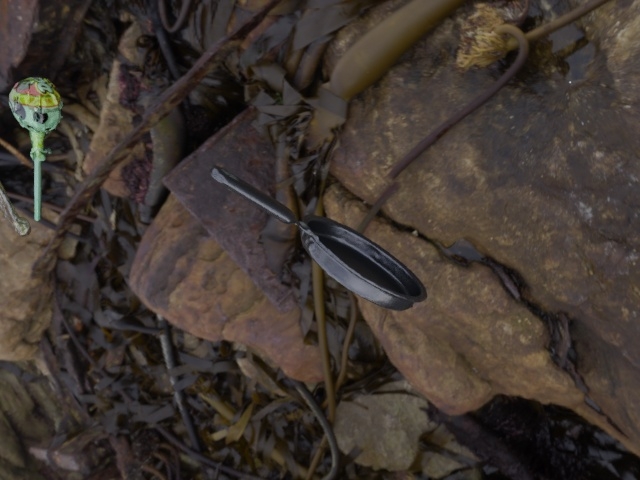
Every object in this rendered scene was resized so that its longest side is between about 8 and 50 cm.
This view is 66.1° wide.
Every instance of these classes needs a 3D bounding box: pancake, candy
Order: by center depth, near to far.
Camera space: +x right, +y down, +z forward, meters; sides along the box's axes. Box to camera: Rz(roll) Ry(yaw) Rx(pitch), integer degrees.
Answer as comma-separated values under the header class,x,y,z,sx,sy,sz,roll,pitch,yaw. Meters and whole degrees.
class,x,y,z,sx,sy,sz,roll,pitch,yaw
candy,-0.535,-0.158,0.932,0.091,0.083,0.306,41,128,30
pancake,-0.694,-0.138,1.027,0.286,0.033,0.288,-17,106,58

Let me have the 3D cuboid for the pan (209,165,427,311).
class,x,y,z,sx,sy,sz,roll,pitch,yaw
pan,0.000,0.000,0.438,0.235,0.136,0.028,28,105,-30
